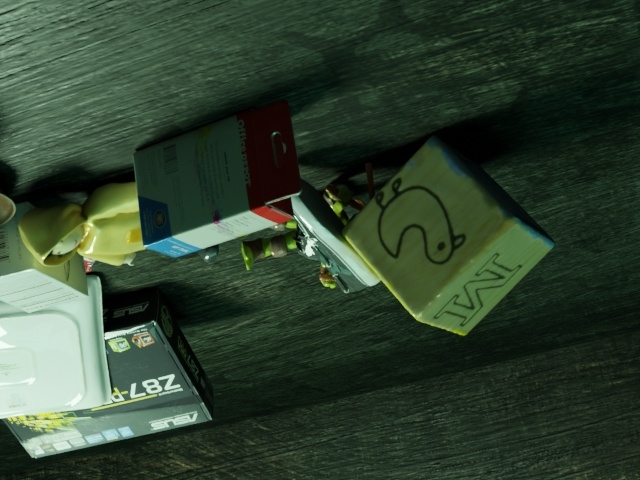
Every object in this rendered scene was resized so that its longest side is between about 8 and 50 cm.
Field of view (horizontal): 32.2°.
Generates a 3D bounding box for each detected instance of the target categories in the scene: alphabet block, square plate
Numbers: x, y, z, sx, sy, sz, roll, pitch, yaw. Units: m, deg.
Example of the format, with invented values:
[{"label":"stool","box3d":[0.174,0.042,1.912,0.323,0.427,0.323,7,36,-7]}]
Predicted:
[{"label":"alphabet block","box3d":[0.186,-0.003,1.598,0.197,0.192,0.193,-47,149,12]},{"label":"square plate","box3d":[-0.552,0.211,1.953,0.347,0.049,0.344,-6,133,-11]}]

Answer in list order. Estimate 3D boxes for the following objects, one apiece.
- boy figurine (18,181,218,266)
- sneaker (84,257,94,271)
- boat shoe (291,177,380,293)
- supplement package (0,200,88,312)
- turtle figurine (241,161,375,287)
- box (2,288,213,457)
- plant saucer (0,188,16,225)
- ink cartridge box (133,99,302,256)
[{"label":"boy figurine","box3d":[-0.272,-0.022,1.546,0.285,0.092,0.177,-2,145,-34]},{"label":"sneaker","box3d":[-0.349,0.019,1.726,0.118,0.042,0.067,-5,159,9]},{"label":"boat shoe","box3d":[0.000,0.000,1.617,0.076,0.080,0.228,-31,129,18]},{"label":"supplement package","box3d":[-0.425,0.027,1.606,0.105,0.105,0.179,-15,162,9]},{"label":"turtle figurine","box3d":[-0.012,-0.028,1.697,0.217,0.087,0.270,-4,139,-8]},{"label":"box","box3d":[-0.442,0.263,2.143,0.394,0.097,0.318,-13,135,8]},{"label":"plant saucer","box3d":[-0.500,-0.050,1.442,0.198,0.036,0.198,-10,163,-3]},{"label":"ink cartridge box","box3d":[-0.117,-0.077,1.403,0.231,0.134,0.078,-17,160,22]}]
